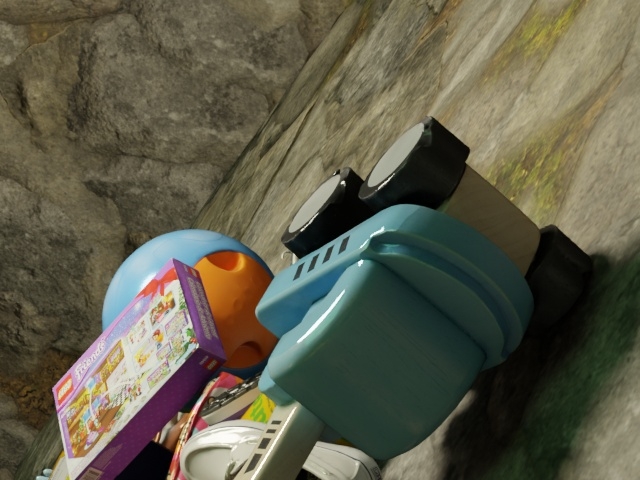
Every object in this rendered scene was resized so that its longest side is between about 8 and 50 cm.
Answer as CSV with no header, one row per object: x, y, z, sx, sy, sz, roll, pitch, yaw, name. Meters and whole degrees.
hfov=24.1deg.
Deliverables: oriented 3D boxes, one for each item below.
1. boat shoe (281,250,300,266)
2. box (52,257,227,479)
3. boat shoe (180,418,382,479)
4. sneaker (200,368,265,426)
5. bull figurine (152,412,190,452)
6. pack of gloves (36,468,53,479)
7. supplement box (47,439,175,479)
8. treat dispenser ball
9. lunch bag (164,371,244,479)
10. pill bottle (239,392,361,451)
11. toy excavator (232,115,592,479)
0.000,0.000,2.334,0.079,0.095,0.254,-47,15,38,boat shoe
-0.262,0.192,2.135,0.293,0.057,0.201,-46,37,19,box
-0.063,0.264,1.665,0.088,0.267,0.096,-10,-74,-54,boat shoe
-0.002,0.199,1.895,0.283,0.124,0.107,-30,4,16,sneaker
-0.296,0.345,2.663,0.188,0.101,0.310,-61,12,-19,bull figurine
-0.411,0.497,2.521,0.046,0.232,0.195,5,62,49,pack of gloves
-0.322,0.432,2.336,0.194,0.195,0.356,-64,14,-23,supplement box
-0.197,0.127,2.351,0.288,0.288,0.288,-55,13,19,treat dispenser ball
-0.163,0.340,2.045,0.258,0.120,0.293,127,164,-67,lunch bag
-0.037,0.248,1.784,0.246,0.136,0.136,-53,14,27,pill bottle
-0.001,0.150,1.465,0.433,0.222,0.445,-32,21,51,toy excavator
